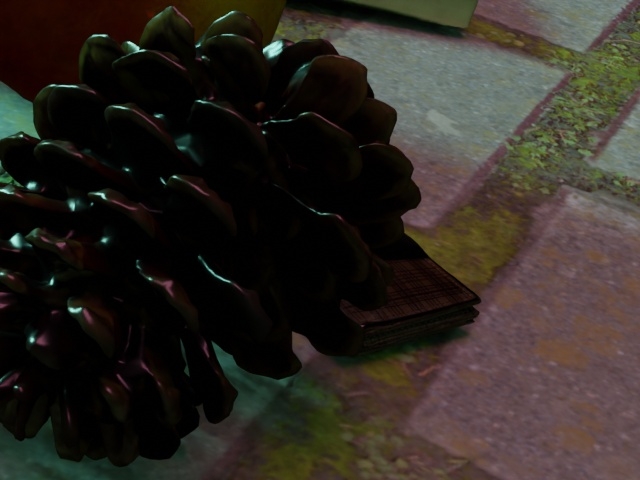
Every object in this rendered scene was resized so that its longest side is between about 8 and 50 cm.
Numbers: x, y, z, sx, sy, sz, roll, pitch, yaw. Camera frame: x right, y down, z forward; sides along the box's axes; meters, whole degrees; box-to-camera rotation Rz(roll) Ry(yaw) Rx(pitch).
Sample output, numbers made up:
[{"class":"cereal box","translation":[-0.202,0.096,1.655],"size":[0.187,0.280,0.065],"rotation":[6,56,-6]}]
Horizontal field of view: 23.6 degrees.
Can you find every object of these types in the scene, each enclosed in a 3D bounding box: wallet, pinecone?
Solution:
[{"class":"wallet","translation":[0.000,0.000,1.103],"size":[0.124,0.042,0.230],"rotation":[-13,37,-36]},{"class":"pinecone","translation":[-0.085,0.009,0.871],"size":[0.246,0.246,0.292],"rotation":[26,50,19]}]

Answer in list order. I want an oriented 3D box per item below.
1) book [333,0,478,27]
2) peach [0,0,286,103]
[{"class":"book","translation":[-0.034,-0.323,1.624],"size":[0.371,0.043,0.260],"rotation":[7,31,-13]},{"class":"peach","translation":[-0.162,-0.263,1.104],"size":[0.380,0.306,0.242],"rotation":[42,1,-35]}]
